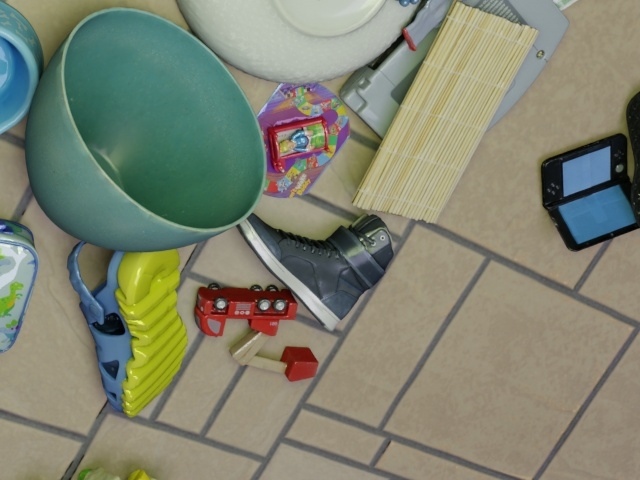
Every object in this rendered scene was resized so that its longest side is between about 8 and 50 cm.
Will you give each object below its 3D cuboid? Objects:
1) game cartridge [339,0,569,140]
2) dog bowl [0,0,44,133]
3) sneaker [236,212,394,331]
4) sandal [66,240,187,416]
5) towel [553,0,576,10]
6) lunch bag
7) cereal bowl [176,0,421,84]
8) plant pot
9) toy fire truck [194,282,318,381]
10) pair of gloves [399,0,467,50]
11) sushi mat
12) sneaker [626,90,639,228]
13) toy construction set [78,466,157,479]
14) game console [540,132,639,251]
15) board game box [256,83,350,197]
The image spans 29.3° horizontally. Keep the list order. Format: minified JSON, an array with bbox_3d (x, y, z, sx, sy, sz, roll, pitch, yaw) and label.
[{"bbox_3d":[0.189,-0.240,1.663,0.297,0.062,0.198,-45,127,4],"label":"game cartridge"},{"bbox_3d":[-0.459,-0.162,1.427,0.297,0.074,0.166,-31,122,-4],"label":"dog bowl"},{"bbox_3d":[0.000,0.000,1.684,0.163,0.086,0.226,-43,122,2],"label":"sneaker"},{"bbox_3d":[-0.260,0.102,1.620,0.126,0.138,0.317,-43,150,-43],"label":"sandal"},{"bbox_3d":[0.338,-0.399,1.661,0.113,0.023,0.152,-34,122,-4],"label":"towel"},{"bbox_3d":[-0.467,0.043,1.515,0.219,0.090,0.176,10,111,-26],"label":"lunch bag"},{"bbox_3d":[-0.007,-0.342,1.482,0.339,0.141,0.339,-10,119,-18],"label":"cereal bowl"},{"bbox_3d":[-0.237,-0.102,1.456,0.290,0.290,0.195,32,135,-31],"label":"plant pot"},{"bbox_3d":[-0.091,0.132,1.736,0.192,0.047,0.135,2,115,-22],"label":"toy fire truck"},{"bbox_3d":[0.147,-0.324,1.506,0.159,0.023,0.198,-49,149,-13],"label":"pair of gloves"},{"bbox_3d":[0.165,-0.161,1.633,0.151,0.019,0.316,8,120,-36],"label":"sushi mat"},{"bbox_3d":[0.516,-0.115,1.799,0.097,0.084,0.234,-1,87,-32],"label":"sneaker"},{"bbox_3d":[-0.287,0.454,1.754,0.215,0.151,0.327,-43,134,-27],"label":"toy construction set"},{"bbox_3d":[0.410,-0.072,1.812,0.144,0.085,0.124,-20,127,-13],"label":"game console"},{"bbox_3d":[-0.032,-0.128,1.640,0.133,0.033,0.168,32,100,-31],"label":"board game box"}]
